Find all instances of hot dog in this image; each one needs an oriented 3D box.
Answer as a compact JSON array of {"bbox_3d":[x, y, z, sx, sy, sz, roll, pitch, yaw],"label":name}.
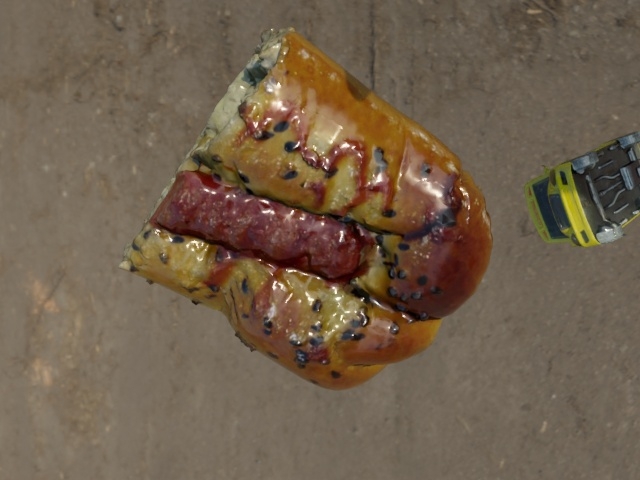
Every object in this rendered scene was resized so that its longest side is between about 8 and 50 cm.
[{"bbox_3d":[0.000,0.000,0.887,0.365,0.196,0.367,32,123,-13],"label":"hot dog"}]

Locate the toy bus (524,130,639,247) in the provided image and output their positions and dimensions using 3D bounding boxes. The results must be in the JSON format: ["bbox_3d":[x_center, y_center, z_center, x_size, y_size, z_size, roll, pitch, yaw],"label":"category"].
[{"bbox_3d":[0.457,-0.083,1.302,0.152,0.330,0.144,-18,93,42],"label":"toy bus"}]
